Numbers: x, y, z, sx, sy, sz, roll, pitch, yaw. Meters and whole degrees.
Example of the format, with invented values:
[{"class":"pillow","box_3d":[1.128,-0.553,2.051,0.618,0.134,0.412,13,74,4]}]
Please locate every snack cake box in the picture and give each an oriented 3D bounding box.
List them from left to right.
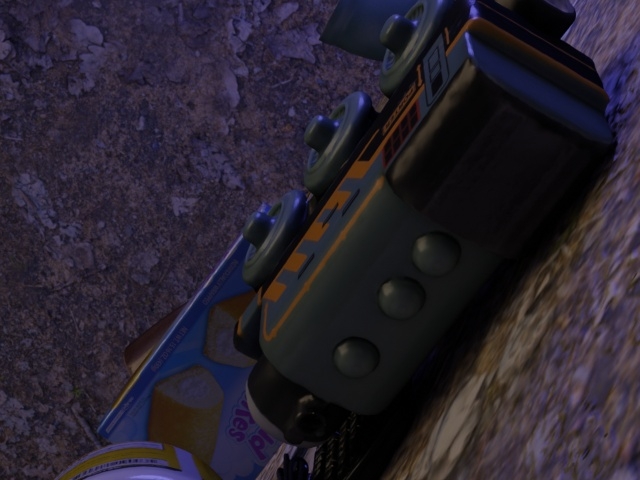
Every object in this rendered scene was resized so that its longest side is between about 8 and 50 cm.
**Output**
[{"class":"snack cake box","box_3d":[-0.073,0.113,1.137,0.264,0.152,0.089,-53,6,5]}]

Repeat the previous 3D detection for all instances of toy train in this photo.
[{"class":"toy train","box_3d":[0.052,-0.015,0.755,0.334,0.142,0.190,-54,16,27]}]

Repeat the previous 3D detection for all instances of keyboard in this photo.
[{"class":"keyboard","box_3d":[0.010,0.154,0.916,0.201,0.033,0.317,-61,3,10]}]

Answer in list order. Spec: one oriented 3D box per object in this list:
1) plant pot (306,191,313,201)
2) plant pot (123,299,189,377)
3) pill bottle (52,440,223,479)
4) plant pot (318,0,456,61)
[{"class":"plant pot","box_3d":[0.000,0.000,1.697,0.134,0.095,0.134,-60,3,5]},{"class":"plant pot","box_3d":[-0.128,0.147,1.706,0.230,0.215,0.215,-47,6,10]},{"class":"pill bottle","box_3d":[-0.143,0.256,0.919,0.188,0.188,0.334,-62,5,-8]},{"class":"plant pot","box_3d":[0.152,-0.408,1.932,0.293,0.196,0.293,-60,4,8]}]
